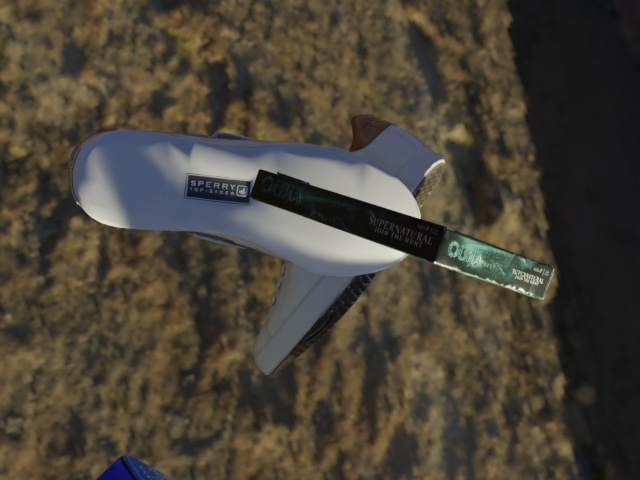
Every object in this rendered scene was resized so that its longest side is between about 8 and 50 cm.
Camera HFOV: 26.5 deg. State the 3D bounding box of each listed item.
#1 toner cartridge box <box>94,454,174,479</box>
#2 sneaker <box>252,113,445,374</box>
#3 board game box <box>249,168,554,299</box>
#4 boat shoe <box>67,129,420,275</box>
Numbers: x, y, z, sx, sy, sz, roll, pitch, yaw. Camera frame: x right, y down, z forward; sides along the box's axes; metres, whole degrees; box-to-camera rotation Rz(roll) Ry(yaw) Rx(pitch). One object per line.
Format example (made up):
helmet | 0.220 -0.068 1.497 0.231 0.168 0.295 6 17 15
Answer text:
toner cartridge box | -0.199 0.326 0.910 0.165 0.348 0.075 47 2 34
sneaker | 0.000 0.000 1.382 0.123 0.290 0.106 39 15 13
board game box | 0.055 -0.006 0.957 0.126 0.186 0.026 18 92 -45
boat shoe | -0.066 -0.039 1.160 0.102 0.301 0.108 -144 -118 -73
